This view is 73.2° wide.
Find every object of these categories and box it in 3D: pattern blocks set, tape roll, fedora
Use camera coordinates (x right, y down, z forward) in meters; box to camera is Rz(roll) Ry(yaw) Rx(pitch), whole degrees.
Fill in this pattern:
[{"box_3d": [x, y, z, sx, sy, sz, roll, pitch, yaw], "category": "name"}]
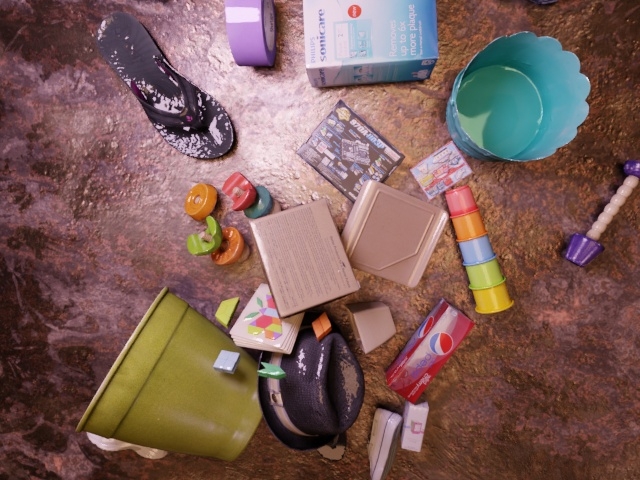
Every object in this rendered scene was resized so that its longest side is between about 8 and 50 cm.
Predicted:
[{"box_3d": [-0.114, 0.181, 1.033, 0.285, 0.325, 0.026, 0, 131, 8], "category": "pattern blocks set"}, {"box_3d": [-0.157, -0.504, 0.997, 0.080, 0.189, 0.189, 2, 97, 4], "category": "tape roll"}, {"box_3d": [0.009, 0.335, 1.033, 0.152, 0.334, 0.334, -13, 98, 49], "category": "fedora"}]

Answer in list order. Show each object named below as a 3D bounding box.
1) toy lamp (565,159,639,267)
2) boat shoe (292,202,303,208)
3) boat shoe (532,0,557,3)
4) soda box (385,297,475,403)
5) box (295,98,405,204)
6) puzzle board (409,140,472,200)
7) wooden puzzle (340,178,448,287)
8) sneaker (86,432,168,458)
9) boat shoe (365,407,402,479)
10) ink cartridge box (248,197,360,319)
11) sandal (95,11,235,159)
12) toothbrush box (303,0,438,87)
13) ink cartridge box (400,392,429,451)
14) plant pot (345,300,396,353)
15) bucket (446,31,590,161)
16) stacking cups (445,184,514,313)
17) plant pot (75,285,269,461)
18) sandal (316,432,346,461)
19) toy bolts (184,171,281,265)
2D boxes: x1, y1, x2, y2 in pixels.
[{"box_3d": [0.696, -0.061, 1.048, 0.080, 0.080, 0.275, 30, 97, 0], "category": "toy lamp"}, {"box_3d": [0.000, 0.000, 1.110, 0.076, 0.080, 0.228, -41, 85, 9], "category": "boat shoe"}, {"box_3d": [0.476, -0.595, 1.007, 0.183, 0.083, 0.065, 24, 99, 28], "category": "boat shoe"}, {"box_3d": [0.278, 0.282, 1.113, 0.083, 0.092, 0.263, 34, 98, -2], "category": "soda box"}, {"box_3d": [0.075, -0.214, 1.086, 0.220, 0.051, 0.175, 40, 98, -2], "category": "box"}, {"box_3d": [0.306, -0.177, 1.094, 0.128, 0.011, 0.096, -34, 94, 7], "category": "puzzle board"}, {"box_3d": [0.177, -0.014, 1.090, 0.238, 0.044, 0.221, 21, 99, -13], "category": "wooden puzzle"}, {"box_3d": [-0.531, 0.528, 1.215, 0.232, 0.090, 0.115, 13, 91, -7], "category": "sneaker"}, {"box_3d": [0.164, 0.556, 1.173, 0.075, 0.083, 0.226, 21, 106, 32], "category": "boat shoe"}, {"box_3d": [-0.042, 0.043, 1.009, 0.193, 0.088, 0.235, -17, 77, -13], "category": "ink cartridge box"}, {"box_3d": [-0.401, -0.374, 1.072, 0.167, 0.107, 0.446, -43, 93, 8], "category": "sandal"}, {"box_3d": [0.111, -0.490, 0.999, 0.295, 0.126, 0.216, -2, 88, 6], "category": "toothbrush box"}, {"box_3d": [0.247, 0.476, 1.142, 0.052, 0.088, 0.122, 11, 97, 6], "category": "ink cartridge box"}, {"box_3d": [0.133, 0.213, 1.114, 0.096, 0.109, 0.109, -18, 96, -7], "category": "plant pot"}, {"box_3d": [0.427, -0.307, 0.982, 0.281, 0.183, 0.281, 0, 97, 3], "category": "bucket"}, {"box_3d": [0.396, 0.017, 1.078, 0.096, 0.096, 0.316, -16, 93, 6], "category": "stacking cups"}, {"box_3d": [-0.320, 0.357, 1.061, 0.353, 0.366, 0.366, 30, 98, -12], "category": "plant pot"}, {"box_3d": [0.014, 0.489, 1.177, 0.097, 0.054, 0.255, -8, 97, 5], "category": "sandal"}, {"box_3d": [-0.218, -0.068, 1.111, 0.228, 0.158, 0.218, -40, 53, 17], "category": "toy bolts"}]
